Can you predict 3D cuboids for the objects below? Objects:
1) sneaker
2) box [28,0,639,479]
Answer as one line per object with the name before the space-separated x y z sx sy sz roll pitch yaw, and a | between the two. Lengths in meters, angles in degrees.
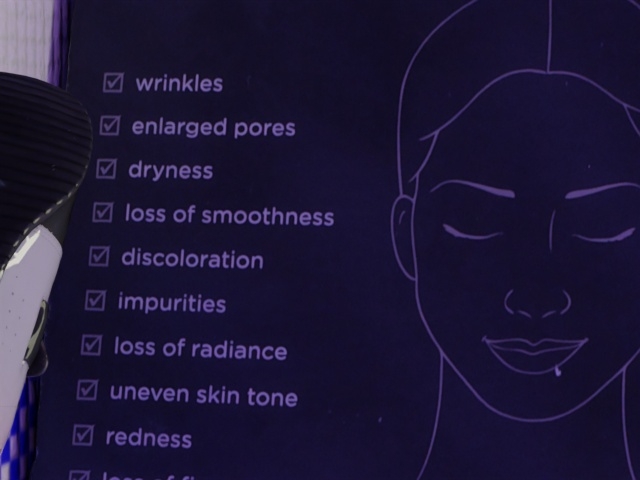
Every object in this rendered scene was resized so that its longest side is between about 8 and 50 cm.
sneaker | -0.203 0.046 0.987 0.330 0.122 0.146 -76 180 -46
box | 0.079 -0.011 1.333 0.297 0.479 0.472 37 56 -75
